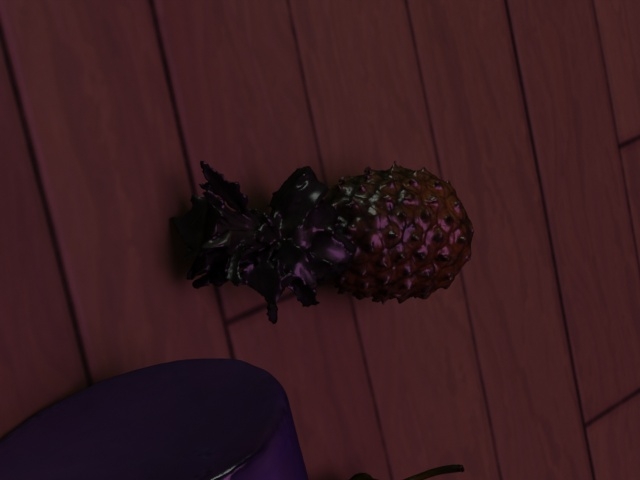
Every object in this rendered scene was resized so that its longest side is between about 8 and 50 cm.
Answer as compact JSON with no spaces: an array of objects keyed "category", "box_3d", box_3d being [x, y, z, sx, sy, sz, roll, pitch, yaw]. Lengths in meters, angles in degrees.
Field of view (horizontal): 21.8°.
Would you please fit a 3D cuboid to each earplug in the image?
[{"category":"earplug","box_3d":[-0.062,0.321,1.131,0.215,0.215,0.455,-37,118,-41]}]

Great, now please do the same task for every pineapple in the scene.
[{"category":"pineapple","box_3d":[0.000,0.000,1.275,0.251,0.125,0.125,0,89,-41]}]

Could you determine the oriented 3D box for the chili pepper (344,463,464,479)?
[{"category":"chili pepper","box_3d":[0.012,0.224,1.304,0.204,0.073,0.072,-16,119,-35]}]
